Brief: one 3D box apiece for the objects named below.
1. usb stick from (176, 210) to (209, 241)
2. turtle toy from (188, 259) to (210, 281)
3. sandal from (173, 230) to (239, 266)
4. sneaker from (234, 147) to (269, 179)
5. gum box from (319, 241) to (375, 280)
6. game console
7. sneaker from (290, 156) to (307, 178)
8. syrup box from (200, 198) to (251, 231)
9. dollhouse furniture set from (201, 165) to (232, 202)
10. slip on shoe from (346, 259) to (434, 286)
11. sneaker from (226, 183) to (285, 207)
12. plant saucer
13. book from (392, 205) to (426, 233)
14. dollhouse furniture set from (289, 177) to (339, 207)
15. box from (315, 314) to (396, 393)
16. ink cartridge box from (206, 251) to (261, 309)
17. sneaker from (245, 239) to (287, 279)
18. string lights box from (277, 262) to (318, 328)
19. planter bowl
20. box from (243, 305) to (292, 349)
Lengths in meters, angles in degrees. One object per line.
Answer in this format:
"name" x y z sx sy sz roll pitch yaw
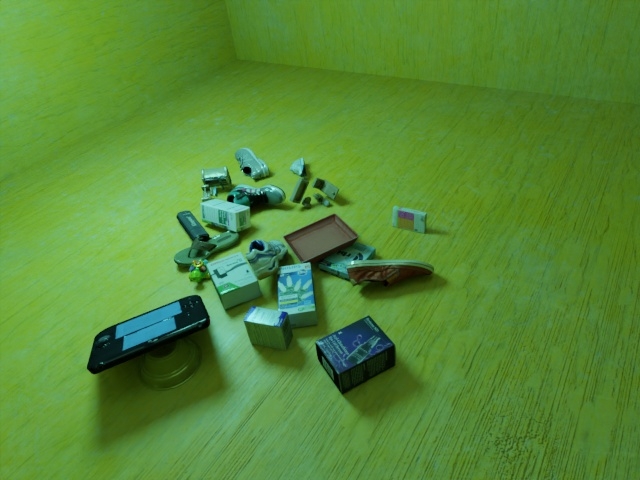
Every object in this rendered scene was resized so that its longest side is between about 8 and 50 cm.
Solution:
"usb stick" -0.592 -0.066 2.191 0.077 0.045 0.278 -23 38 -23
"turtle toy" -0.493 0.123 1.926 0.095 0.066 0.130 -4 38 5
"sandal" -0.496 0.014 2.046 0.303 0.086 0.120 -30 43 -26
"sneaker" -0.395 -0.415 2.553 0.115 0.105 0.281 -30 44 -26
"gum box" 0.109 0.075 1.905 0.157 0.041 0.184 19 46 30
"game console" -0.576 0.301 1.608 0.387 0.060 0.342 -22 11 -16
"sneaker" -0.118 -0.370 2.491 0.083 0.071 0.190 -14 30 2
"syrup box" -0.432 -0.117 2.163 0.237 0.093 0.096 16 27 35
"dollhouse furniture set" -0.520 -0.257 2.387 0.129 0.129 0.183 -8 63 -1
"slip on shoe" 0.262 0.124 1.781 0.331 0.123 0.101 -2 81 -7
"sneaker" -0.326 -0.189 2.240 0.296 0.123 0.178 5 34 28
"plant saucer" 0.000 0.000 1.971 0.259 0.047 0.258 -24 31 -11
"book" 0.379 -0.090 2.021 0.144 0.096 0.035 17 44 27
"dollhouse furniture set" -0.029 -0.213 2.208 0.151 0.144 0.123 9 22 -43
"box" 0.112 0.356 1.498 0.207 0.108 0.153 -24 41 -19
"ink cartridge box" -0.340 0.152 1.847 0.153 0.086 0.208 -21 40 -18
"sneaker" -0.214 0.038 1.881 0.112 0.131 0.296 -30 15 12
"string lights box" -0.088 0.201 1.752 0.133 0.076 0.259 -9 38 0
"planter bowl" -0.514 0.383 1.586 0.217 0.090 0.217 -5 39 4
"box" -0.175 0.296 1.607 0.137 0.126 0.072 7 42 17
